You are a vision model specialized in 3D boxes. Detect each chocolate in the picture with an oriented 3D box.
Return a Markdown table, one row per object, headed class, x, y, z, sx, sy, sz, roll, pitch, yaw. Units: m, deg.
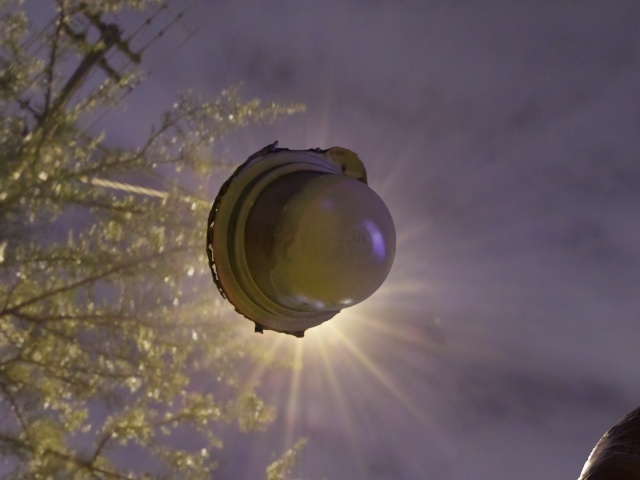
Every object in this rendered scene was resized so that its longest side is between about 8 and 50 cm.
| class | x | y | z | sx | sy | sz | roll | pitch | yaw |
| --- | --- | --- | --- | --- | --- | --- | --- | --- | --- |
| chocolate | 0.008 | -0.003 | 0.895 | 0.147 | 0.221 | 0.221 | -1 | -42 | 51 |

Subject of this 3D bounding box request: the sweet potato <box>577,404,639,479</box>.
| class | x | y | z | sx | sy | sz | roll | pitch | yaw |
| --- | --- | --- | --- | --- | --- | --- | --- | --- | --- |
| sweet potato | 0.175 | 0.139 | 0.492 | 0.067 | 0.281 | 0.059 | 49 | -53 | 22 |
